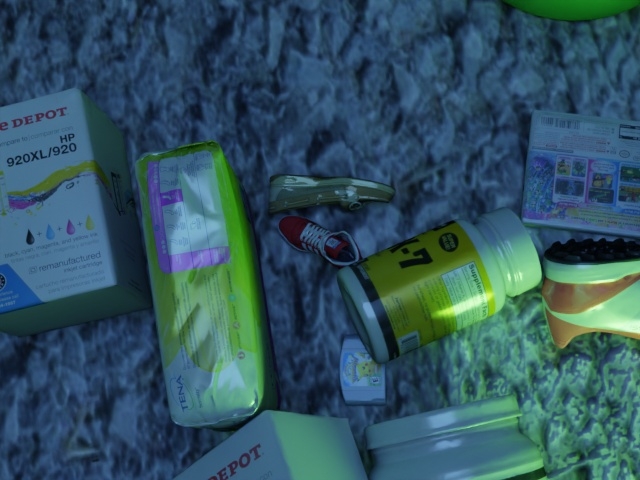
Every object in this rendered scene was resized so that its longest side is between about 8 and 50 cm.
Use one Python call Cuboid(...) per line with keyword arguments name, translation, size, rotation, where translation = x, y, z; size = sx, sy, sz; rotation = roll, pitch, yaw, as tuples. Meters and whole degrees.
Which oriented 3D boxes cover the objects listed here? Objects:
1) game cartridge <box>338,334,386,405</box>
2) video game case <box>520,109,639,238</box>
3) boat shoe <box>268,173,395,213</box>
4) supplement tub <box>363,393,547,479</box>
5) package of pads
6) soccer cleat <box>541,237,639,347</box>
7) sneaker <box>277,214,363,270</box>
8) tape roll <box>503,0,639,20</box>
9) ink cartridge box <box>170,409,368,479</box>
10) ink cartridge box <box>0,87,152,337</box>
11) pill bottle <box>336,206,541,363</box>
Cuboid(name="game cartridge", translation=(0.049, 0.152, 1.186), size=(0.056, 0.017, 0.083), rotation=(-2, 78, 7))
Cuboid(name="video game case", translation=(0.325, -0.079, 1.214), size=(0.157, 0.019, 0.143), rotation=(7, 79, 4))
Cuboid(name="boat shoe", translation=(0.013, -0.051, 1.212), size=(0.153, 0.056, 0.048), rotation=(4, 88, 6))
Cuboid(name="supplement tub", translation=(0.155, 0.312, 1.056), size=(0.191, 0.191, 0.272), rotation=(-13, 78, 1))
Cuboid(name="package of pads", translation=(-0.116, 0.058, 1.108), size=(0.101, 0.229, 0.296), rotation=(-11, 79, 2))
Cuboid(name="soccer cleat", translation=(0.409, 0.060, 1.149), size=(0.318, 0.108, 0.116), rotation=(-1, 105, -3))
Cuboid(name="sneaker", translation=(0.000, 0.000, 1.194), size=(0.118, 0.067, 0.042), rotation=(29, 81, 9))
Cuboid(name="tape roll", translation=(0.318, -0.436, 1.258), size=(0.321, 0.077, 0.321), rotation=(-1, 79, 4))
Cuboid(name="ink cartridge box", translation=(-0.041, 0.356, 1.004), size=(0.223, 0.129, 0.307), rotation=(-40, 54, 28))
Cuboid(name="ink cartridge box", translation=(-0.313, -0.027, 1.168), size=(0.171, 0.168, 0.232), rotation=(-14, 77, 2))
Cuboid(name="pill bottle", translation=(0.134, 0.047, 1.146), size=(0.209, 0.119, 0.119), rotation=(-23, 78, -7))
